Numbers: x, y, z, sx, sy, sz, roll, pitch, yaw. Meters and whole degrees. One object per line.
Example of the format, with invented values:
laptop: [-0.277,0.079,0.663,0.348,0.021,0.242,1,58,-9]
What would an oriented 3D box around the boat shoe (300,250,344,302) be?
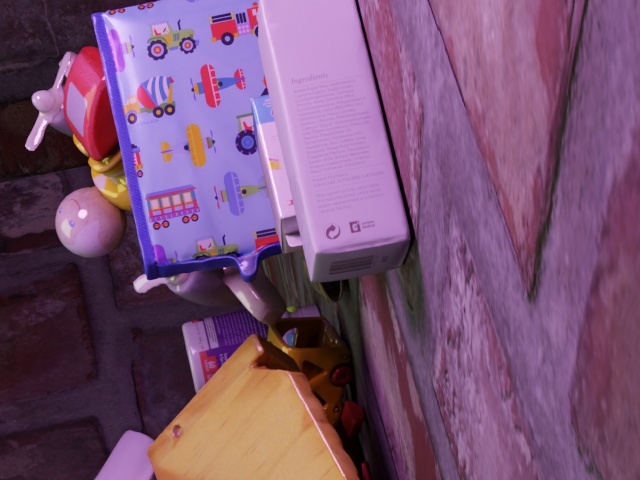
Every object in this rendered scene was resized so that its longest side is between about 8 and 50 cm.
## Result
boat shoe: [-0.002,0.001,1.810,0.048,0.056,0.153,-124,19,-51]

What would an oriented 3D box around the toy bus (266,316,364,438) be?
toy bus: [-0.031,0.195,2.016,0.191,0.104,0.202,133,133,-60]

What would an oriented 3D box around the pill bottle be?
pill bottle: [-0.092,0.149,2.288,0.108,0.193,0.108,168,90,-84]

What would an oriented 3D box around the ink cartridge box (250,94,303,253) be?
ink cartridge box: [-0.004,-0.059,1.489,0.090,0.092,0.143,91,167,-68]

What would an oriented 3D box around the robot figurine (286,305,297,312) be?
robot figurine: [-0.057,0.158,2.608,0.115,0.067,0.101,98,161,-75]

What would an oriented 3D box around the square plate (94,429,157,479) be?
square plate: [-0.138,0.391,1.842,0.344,0.049,0.347,52,-169,-6]

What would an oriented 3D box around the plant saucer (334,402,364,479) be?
plant saucer: [0.037,0.352,2.174,0.259,0.048,0.258,87,169,-63]

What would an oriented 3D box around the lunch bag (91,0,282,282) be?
lunch bag: [-0.097,-0.101,1.674,0.138,0.221,0.293,97,160,-75]

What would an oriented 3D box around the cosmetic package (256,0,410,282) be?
cosmetic package: [0.009,-0.090,1.352,0.117,0.085,0.231,103,157,-76]

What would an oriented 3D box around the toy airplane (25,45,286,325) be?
toy airplane: [-0.199,-0.071,1.979,0.384,0.272,0.386,53,176,-14]

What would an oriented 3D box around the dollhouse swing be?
dollhouse swing: [0.020,0.335,1.851,0.315,0.305,0.347,-48,54,28]

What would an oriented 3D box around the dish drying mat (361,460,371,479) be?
dish drying mat: [0.064,0.320,2.036,0.032,0.008,0.083,144,114,-83]
